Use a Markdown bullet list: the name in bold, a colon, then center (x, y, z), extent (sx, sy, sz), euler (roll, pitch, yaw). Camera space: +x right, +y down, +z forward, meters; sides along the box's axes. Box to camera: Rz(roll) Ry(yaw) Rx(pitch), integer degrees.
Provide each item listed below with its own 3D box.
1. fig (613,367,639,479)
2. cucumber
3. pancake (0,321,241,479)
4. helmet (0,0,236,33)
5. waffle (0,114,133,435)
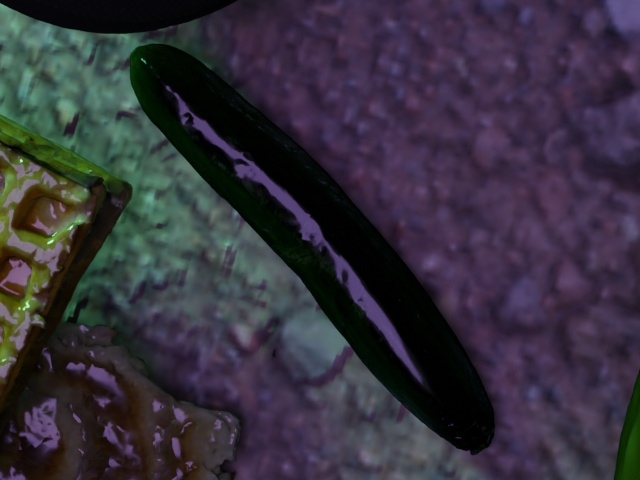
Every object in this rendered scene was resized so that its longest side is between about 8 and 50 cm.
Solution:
- **fig**: center (0.210, 0.087, 0.515), extent (0.316, 0.316, 0.316), euler (1, 95, 13)
- **cucumber**: center (0.000, 0.000, 0.677), extent (0.036, 0.033, 0.184), euler (-42, 86, -5)
- **pancake**: center (-0.148, 0.096, 0.720), extent (0.244, 0.057, 0.266), euler (0, 99, 4)
- **helmet**: center (-0.056, -0.173, 0.591), extent (0.193, 0.189, 0.216), euler (36, 124, 46)
- **waffle**: center (-0.140, 0.023, 0.658), extent (0.102, 0.042, 0.148), euler (28, 97, 2)
